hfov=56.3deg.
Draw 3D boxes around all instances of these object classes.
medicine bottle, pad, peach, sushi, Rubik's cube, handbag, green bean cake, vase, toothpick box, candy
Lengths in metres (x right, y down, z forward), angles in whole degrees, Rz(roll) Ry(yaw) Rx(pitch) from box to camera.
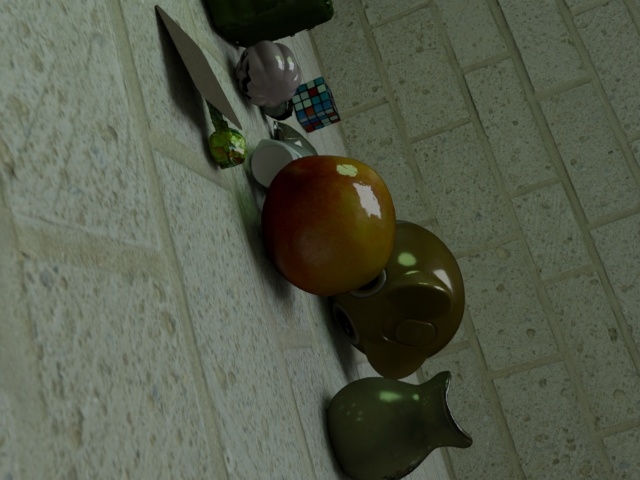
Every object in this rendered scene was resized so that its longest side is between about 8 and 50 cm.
[{"bbox_3d":[-0.089,-0.192,1.530,0.161,0.111,0.296,32,10,2],"label":"medicine bottle"},{"bbox_3d":[-0.242,-0.346,1.201,0.266,0.002,0.176,62,11,24],"label":"pad"},{"bbox_3d":[0.015,-0.042,1.337,0.307,0.308,0.332,-96,161,-50],"label":"peach"},{"bbox_3d":[-0.143,-0.433,1.803,0.150,0.091,0.078,61,17,7],"label":"sushi"},{"bbox_3d":[-0.022,-0.557,2.465,0.155,0.154,0.151,36,36,-73],"label":"Rubik's cube"},{"bbox_3d":[-0.060,-0.245,1.844,0.270,0.117,0.182,54,4,-35],"label":"handbag"},{"bbox_3d":[-0.133,-0.688,1.642,0.319,0.335,0.217,-47,119,-81],"label":"green bean cake"},{"bbox_3d":[0.193,0.433,1.423,0.329,0.303,0.240,47,25,-68],"label":"vase"},{"bbox_3d":[0.224,0.159,1.804,0.425,0.409,0.408,-100,167,-62],"label":"toothpick box"},{"bbox_3d":[-0.218,-0.264,1.227,0.261,0.073,0.077,68,8,20],"label":"candy"}]

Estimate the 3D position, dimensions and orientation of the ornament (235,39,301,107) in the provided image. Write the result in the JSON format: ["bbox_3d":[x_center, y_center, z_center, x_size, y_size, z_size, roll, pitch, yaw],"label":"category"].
[{"bbox_3d":[-0.144,-0.457,1.631,0.177,0.178,0.177,-19,90,-79],"label":"ornament"}]
